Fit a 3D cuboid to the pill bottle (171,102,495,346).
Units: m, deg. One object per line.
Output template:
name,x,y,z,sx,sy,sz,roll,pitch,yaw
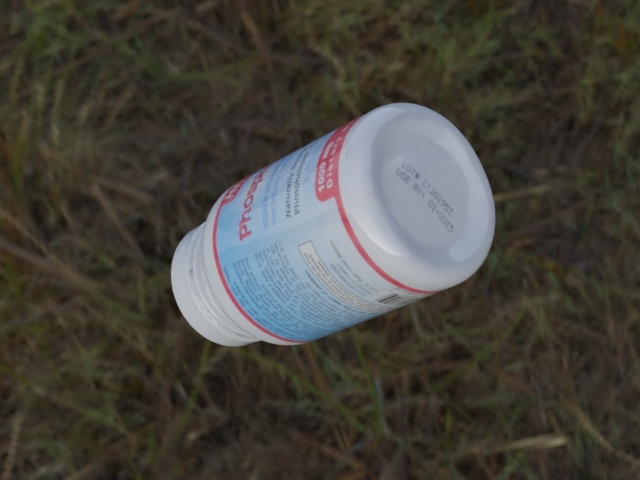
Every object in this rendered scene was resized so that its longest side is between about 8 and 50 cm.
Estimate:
pill bottle,0.000,0.000,0.834,0.160,0.087,0.087,-25,35,47
